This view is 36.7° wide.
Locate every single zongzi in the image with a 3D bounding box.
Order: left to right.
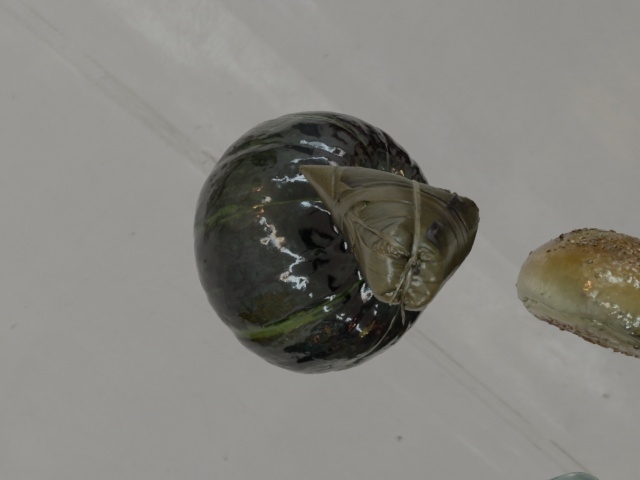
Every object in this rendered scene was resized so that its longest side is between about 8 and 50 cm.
[{"bbox_3d":[0.028,-0.010,0.795,0.178,0.189,0.081,23,114,14],"label":"zongzi"}]

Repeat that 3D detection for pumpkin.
[{"bbox_3d":[0.000,0.000,1.166,0.323,0.241,0.323,24,56,-42],"label":"pumpkin"}]

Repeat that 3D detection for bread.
[{"bbox_3d":[0.428,0.078,1.362,0.306,0.305,0.158,27,87,-14],"label":"bread"}]

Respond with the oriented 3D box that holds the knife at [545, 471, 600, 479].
[{"bbox_3d":[0.070,0.158,0.482,0.162,0.023,0.044,-22,113,3],"label":"knife"}]
